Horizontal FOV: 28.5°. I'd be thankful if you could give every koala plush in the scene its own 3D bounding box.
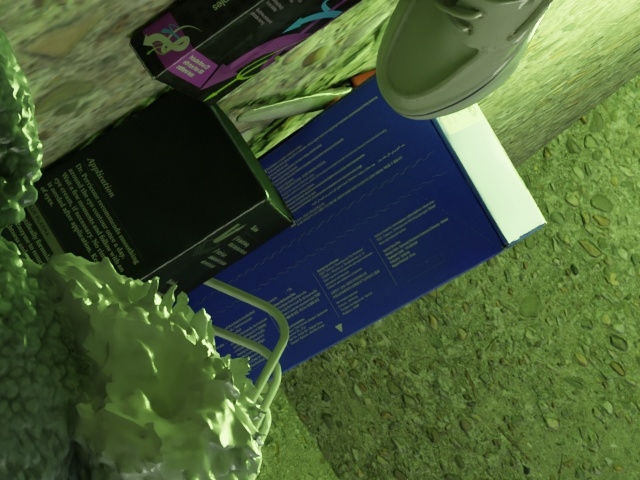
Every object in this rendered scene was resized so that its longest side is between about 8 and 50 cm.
[{"bbox_3d":[-0.130,0.011,0.349,0.196,0.221,0.203,-33,174,-1],"label":"koala plush"}]

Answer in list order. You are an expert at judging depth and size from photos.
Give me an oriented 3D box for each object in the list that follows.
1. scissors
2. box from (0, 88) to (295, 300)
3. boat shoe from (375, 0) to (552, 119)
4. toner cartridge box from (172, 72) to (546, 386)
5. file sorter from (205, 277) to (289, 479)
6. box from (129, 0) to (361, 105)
[{"bbox_3d":[0.012,-0.110,1.022,0.297,0.021,0.109,-29,174,-44],"label":"scissors"},{"bbox_3d":[-0.111,-0.014,0.825,0.158,0.093,0.156,-32,173,1],"label":"box"},{"bbox_3d":[0.109,-0.166,0.771,0.088,0.096,0.267,-20,165,-48],"label":"boat shoe"},{"bbox_3d":[0.000,0.000,1.043,0.348,0.165,0.075,-32,175,37],"label":"toner cartridge box"},{"bbox_3d":[-0.142,0.167,1.014,0.278,0.173,0.193,103,13,-49],"label":"file sorter"},{"bbox_3d":[-0.015,-0.135,0.682,0.162,0.029,0.116,-35,173,8],"label":"box"}]
